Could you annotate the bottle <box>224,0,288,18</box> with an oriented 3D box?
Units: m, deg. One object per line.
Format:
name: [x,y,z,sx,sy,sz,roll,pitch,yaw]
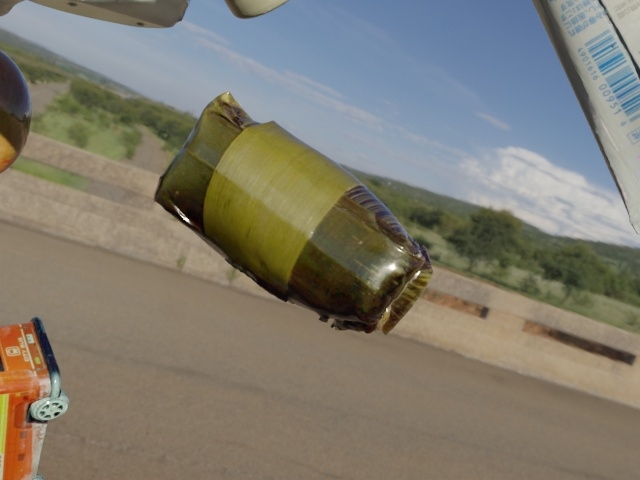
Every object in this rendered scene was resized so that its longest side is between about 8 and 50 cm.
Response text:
bottle: [-0.113,-0.385,0.751,0.120,0.120,0.253,28,-22,51]

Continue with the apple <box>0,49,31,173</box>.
apple: [-0.523,-0.190,0.970,0.209,0.209,0.164,15,30,-52]

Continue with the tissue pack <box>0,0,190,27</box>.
tissue pack: [-0.279,-0.329,0.608,0.332,0.236,0.229,8,12,16]

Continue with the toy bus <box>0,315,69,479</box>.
toy bus: [-0.395,0.227,0.825,0.119,0.265,0.121,-2,38,-38]

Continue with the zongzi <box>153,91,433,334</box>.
zongzi: [0.000,0.000,0.775,0.289,0.154,0.317,38,2,19]

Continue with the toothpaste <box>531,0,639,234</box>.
toothpaste: [0.205,-0.159,0.474,0.299,0.114,0.073,62,24,4]
